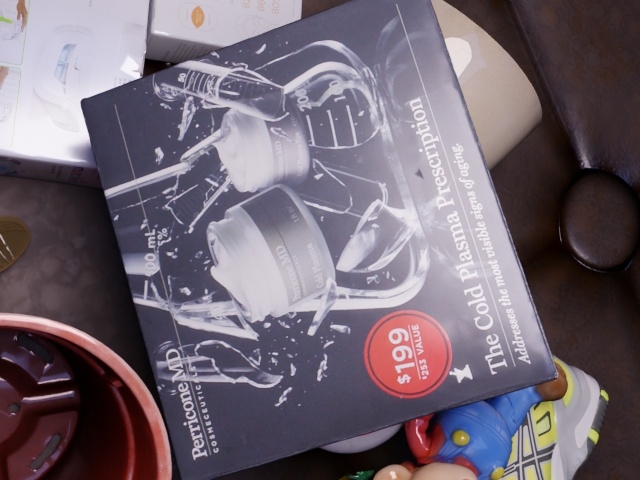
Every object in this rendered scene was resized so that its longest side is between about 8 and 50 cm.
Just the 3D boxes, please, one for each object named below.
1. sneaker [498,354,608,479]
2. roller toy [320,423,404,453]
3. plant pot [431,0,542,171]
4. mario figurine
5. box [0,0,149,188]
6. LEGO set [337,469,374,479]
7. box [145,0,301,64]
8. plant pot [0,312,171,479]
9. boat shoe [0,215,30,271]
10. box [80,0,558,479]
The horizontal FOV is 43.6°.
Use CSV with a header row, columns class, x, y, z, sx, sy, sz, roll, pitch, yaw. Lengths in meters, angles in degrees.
class,x,y,z,sx,sy,sz,roll,pitch,yaw
sneaker,0.220,0.294,0.962,0.147,0.145,0.385,32,49,1
roller toy,0.011,0.133,0.908,0.209,0.146,0.191,7,87,-30
plant pot,0.066,-0.107,0.924,0.256,0.256,0.274,40,86,-13
mario figurine,0.167,0.229,0.828,0.198,0.170,0.320,24,56,18
box,-0.303,-0.202,0.831,0.231,0.127,0.262,6,82,-21
LEGO set,0.051,0.434,0.866,0.254,0.192,0.331,-15,90,-22
box,-0.115,-0.272,0.931,0.170,0.091,0.130,6,82,-21
plant pot,-0.295,0.181,0.707,0.272,0.265,0.273,-1,94,-23
boat shoe,-0.369,0.027,0.823,0.152,0.049,0.056,-43,107,-39
box,0.000,0.000,0.720,0.312,0.179,0.343,-19,82,8
